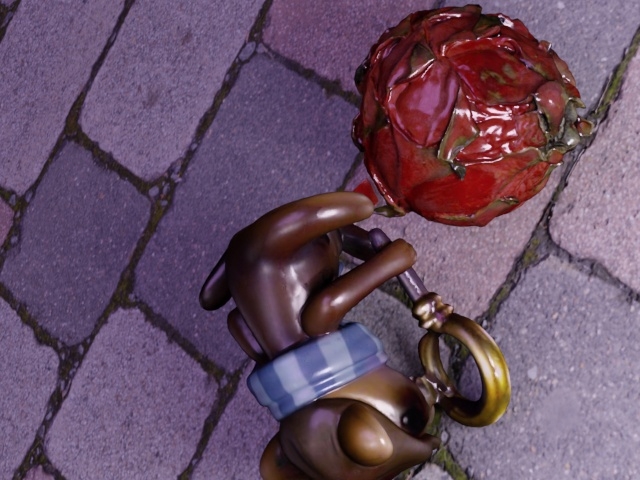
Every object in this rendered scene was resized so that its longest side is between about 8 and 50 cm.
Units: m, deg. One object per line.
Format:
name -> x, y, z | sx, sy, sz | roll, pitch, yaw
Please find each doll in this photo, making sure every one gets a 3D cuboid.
doll -> 0.021, 0.107, 1.821 | 0.318, 0.209, 0.339 | -34, 69, 37

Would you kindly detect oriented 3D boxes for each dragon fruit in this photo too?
dragon fruit -> 0.154, -0.133, 1.801 | 0.299, 0.244, 0.244 | 2, 73, 58

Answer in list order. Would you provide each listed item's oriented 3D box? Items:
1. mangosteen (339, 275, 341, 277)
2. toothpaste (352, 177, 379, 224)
mangosteen -> -0.024, 0.089, 1.993 | 0.137, 0.137, 0.151 | -28, 88, 36
toothpaste -> 0.000, 0.000, 2.074 | 0.190, 0.031, 0.048 | -44, 41, 20
